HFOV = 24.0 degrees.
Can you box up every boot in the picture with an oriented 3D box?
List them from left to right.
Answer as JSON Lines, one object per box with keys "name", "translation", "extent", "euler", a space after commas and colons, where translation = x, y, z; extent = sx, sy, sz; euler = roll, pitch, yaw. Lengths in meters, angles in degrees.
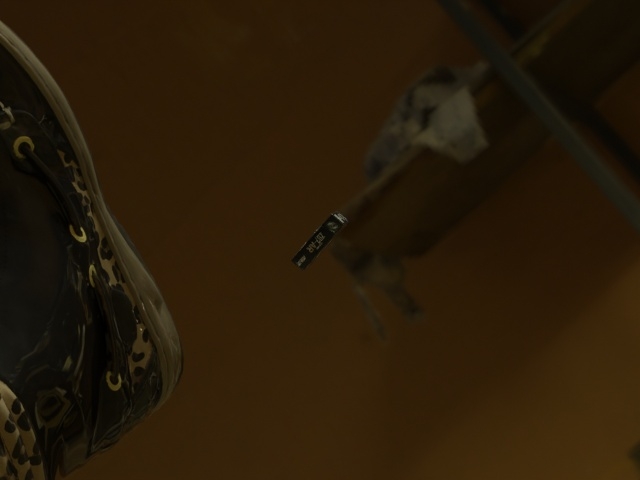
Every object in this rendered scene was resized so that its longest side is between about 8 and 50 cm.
{"name": "boot", "translation": [-0.246, 0.018, 0.966], "extent": [0.138, 0.377, 0.284], "euler": [-21, 17, 22]}

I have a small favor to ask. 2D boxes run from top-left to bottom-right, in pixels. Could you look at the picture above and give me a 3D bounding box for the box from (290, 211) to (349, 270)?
{"name": "box", "translation": [0.000, 0.000, 1.605], "extent": [0.067, 0.018, 0.083], "euler": [-49, -2, 5]}
